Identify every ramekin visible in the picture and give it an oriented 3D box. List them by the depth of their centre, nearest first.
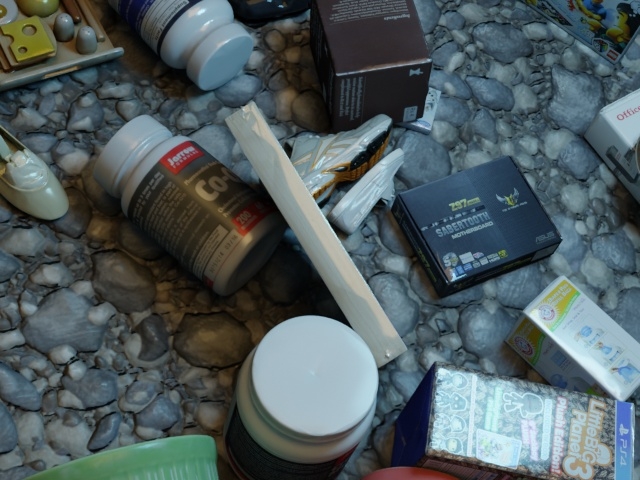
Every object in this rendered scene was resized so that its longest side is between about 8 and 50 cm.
[{"bbox_3d":[-0.260,0.367,1.465,0.303,0.303,0.148,-13,72,-18],"label":"ramekin"}]

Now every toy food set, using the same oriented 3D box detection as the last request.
[{"bbox_3d":[-0.497,-0.404,1.956,0.219,0.092,0.306,-21,67,-22],"label":"toy food set"}]

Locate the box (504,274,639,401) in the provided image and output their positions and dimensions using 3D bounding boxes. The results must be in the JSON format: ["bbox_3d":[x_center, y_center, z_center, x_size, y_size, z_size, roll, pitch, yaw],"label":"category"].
[{"bbox_3d":[0.407,0.173,1.806,0.103,0.114,0.203,-39,74,-25],"label":"box"}]

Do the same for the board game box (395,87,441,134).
[{"bbox_3d":[0.162,-0.240,2.041,0.090,0.020,0.090,18,60,-1],"label":"board game box"}]

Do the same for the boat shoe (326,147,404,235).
[{"bbox_3d":[0.089,-0.081,1.916,0.063,0.066,0.184,45,59,-2],"label":"boat shoe"}]

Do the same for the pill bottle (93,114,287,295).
[{"bbox_3d":[-0.205,-0.060,1.784,0.283,0.161,0.161,39,61,10],"label":"pill bottle"}]

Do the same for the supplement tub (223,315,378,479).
[{"bbox_3d":[-0.029,0.236,1.591,0.191,0.272,0.191,5,61,-9],"label":"supplement tub"}]

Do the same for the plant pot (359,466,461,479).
[{"bbox_3d":[0.119,0.454,1.521,0.274,0.275,0.243,16,50,-2],"label":"plant pot"}]

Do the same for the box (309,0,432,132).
[{"bbox_3d":[0.082,-0.324,1.970,0.167,0.168,0.203,-9,60,-7],"label":"box"}]

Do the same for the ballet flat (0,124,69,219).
[{"bbox_3d":[-0.496,-0.130,1.811,0.248,0.086,0.086,40,61,11],"label":"ballet flat"}]

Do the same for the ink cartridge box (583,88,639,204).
[{"bbox_3d":[0.603,-0.159,2.045,0.158,0.092,0.218,-27,71,-23],"label":"ink cartridge box"}]

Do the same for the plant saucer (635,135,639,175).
[{"bbox_3d":[0.625,-0.119,1.954,0.198,0.036,0.199,4,62,-8],"label":"plant saucer"}]

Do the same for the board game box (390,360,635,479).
[{"bbox_3d":[0.266,0.307,1.636,0.291,0.232,0.141,13,60,-5],"label":"board game box"}]

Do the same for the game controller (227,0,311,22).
[{"bbox_3d":[-0.124,-0.544,2.139,0.166,0.067,0.319,-18,65,-4],"label":"game controller"}]

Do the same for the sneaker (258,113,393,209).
[{"bbox_3d":[0.008,-0.148,1.912,0.262,0.099,0.121,-39,70,-25],"label":"sneaker"}]

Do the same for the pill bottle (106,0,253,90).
[{"bbox_3d":[-0.245,-0.391,1.966,0.153,0.153,0.265,-36,74,-26],"label":"pill bottle"}]

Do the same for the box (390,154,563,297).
[{"bbox_3d":[0.261,-0.027,1.920,0.232,0.059,0.183,-19,65,-20],"label":"box"}]

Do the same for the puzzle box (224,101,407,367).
[{"bbox_3d":[0.000,0.000,1.686,0.052,0.272,0.409,-32,85,1],"label":"puzzle box"}]

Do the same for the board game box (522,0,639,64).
[{"bbox_3d":[0.475,-0.484,2.141,0.305,0.193,0.053,37,60,10],"label":"board game box"}]
